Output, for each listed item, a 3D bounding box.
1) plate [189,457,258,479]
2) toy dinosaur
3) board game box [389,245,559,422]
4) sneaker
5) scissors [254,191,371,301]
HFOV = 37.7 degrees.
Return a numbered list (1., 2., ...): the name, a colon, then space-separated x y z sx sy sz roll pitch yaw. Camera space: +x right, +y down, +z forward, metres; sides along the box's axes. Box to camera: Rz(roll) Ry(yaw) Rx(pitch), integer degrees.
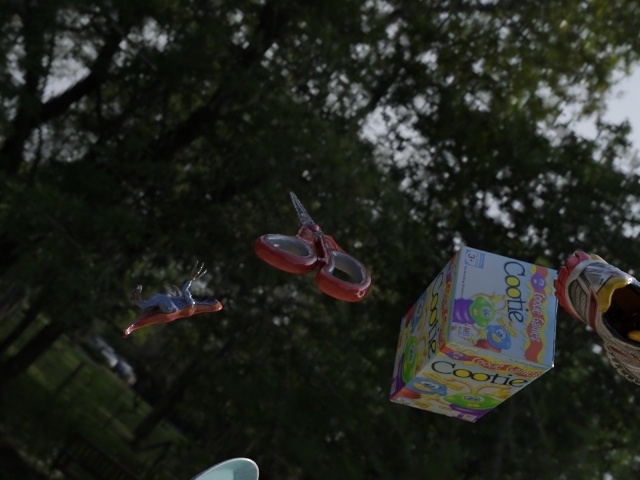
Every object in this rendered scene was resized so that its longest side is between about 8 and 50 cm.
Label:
1. plate: -0.171 0.382 1.362 0.024 0.188 0.188 41 -13 31
2. toy dinosaur: -0.133 0.063 0.862 0.082 0.090 0.047 22 -22 -15
3. board game box: 0.210 0.140 1.324 0.142 0.144 0.275 15 -28 -6
4. sneaker: 0.354 0.105 1.035 0.225 0.088 0.092 37 0 -22
5. scissors: 0.000 0.000 0.927 0.109 0.021 0.297 21 12 -1
